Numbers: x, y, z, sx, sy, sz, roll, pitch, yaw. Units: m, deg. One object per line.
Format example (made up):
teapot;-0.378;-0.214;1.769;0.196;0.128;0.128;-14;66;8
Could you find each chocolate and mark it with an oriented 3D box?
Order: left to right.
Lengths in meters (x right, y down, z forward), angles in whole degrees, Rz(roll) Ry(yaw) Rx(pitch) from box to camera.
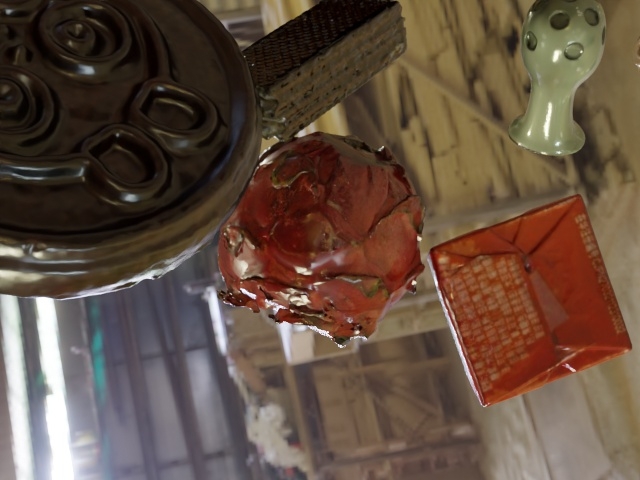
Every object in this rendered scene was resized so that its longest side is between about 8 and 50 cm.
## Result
chocolate;0.284;0.082;1.488;0.108;0.235;0.237;178;71;-81

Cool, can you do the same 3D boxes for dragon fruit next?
dragon fruit;0.000;0.000;1.482;0.302;0.295;0.295;-65;21;17

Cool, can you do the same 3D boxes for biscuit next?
biscuit;-0.248;-0.132;0.973;0.091;0.407;0.407;113;149;-49
biscuit;-0.015;-0.195;1.180;0.106;0.252;0.070;15;132;39

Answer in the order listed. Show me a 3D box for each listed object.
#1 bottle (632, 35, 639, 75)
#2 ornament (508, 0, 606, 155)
bottle;0.230;-0.118;0.581;0.152;0.099;0.099;128;133;-57
ornament;0.210;-0.152;0.935;0.081;0.075;0.156;-54;-26;-35
